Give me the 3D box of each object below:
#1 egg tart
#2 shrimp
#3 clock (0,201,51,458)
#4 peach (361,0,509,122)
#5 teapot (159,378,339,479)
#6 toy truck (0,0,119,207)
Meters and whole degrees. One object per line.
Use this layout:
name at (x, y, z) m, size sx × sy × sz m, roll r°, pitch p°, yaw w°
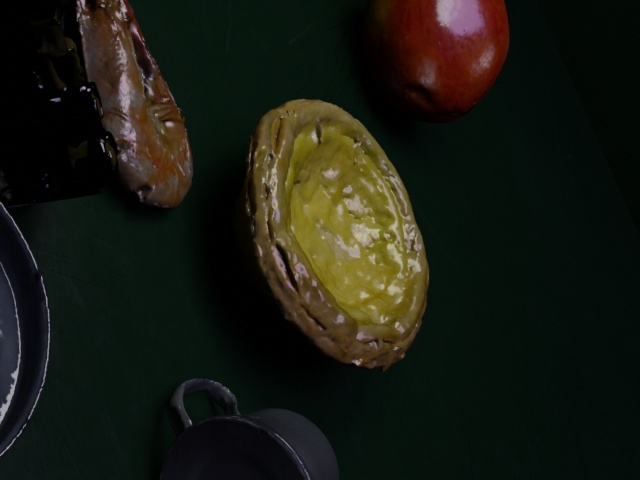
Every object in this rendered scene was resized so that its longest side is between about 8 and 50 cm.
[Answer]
egg tart at (0.000, 0.000, 1.091) m, size 0.345 × 0.132 × 0.345 m, roll 34°, pitch 44°, yaw -41°
shrimp at (-0.204, -0.175, 0.968) m, size 0.154 × 0.062 × 0.294 m, roll -16°, pitch 92°, yaw -66°
clock at (-0.334, 0.038, 0.597) m, size 0.319 × 0.066 × 0.319 m, roll 37°, pitch 34°, yaw -31°
peach at (0.193, -0.329, 1.479) m, size 0.281 × 0.238 × 0.281 m, roll -9°, pitch 90°, yaw -71°
teapot at (-0.057, 0.226, 0.874) m, size 0.239 × 0.162 × 0.149 m, roll 42°, pitch 19°, yaw 15°
toy truck at (-0.253, -0.147, 0.734) m, size 0.257 × 0.127 × 0.127 m, roll 86°, pitch -7°, yaw -52°
